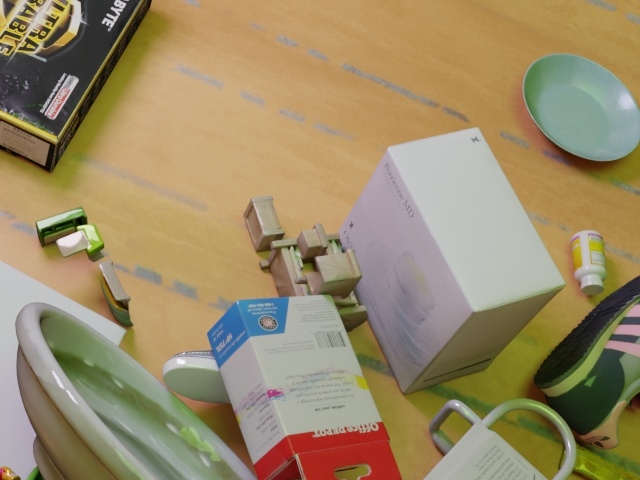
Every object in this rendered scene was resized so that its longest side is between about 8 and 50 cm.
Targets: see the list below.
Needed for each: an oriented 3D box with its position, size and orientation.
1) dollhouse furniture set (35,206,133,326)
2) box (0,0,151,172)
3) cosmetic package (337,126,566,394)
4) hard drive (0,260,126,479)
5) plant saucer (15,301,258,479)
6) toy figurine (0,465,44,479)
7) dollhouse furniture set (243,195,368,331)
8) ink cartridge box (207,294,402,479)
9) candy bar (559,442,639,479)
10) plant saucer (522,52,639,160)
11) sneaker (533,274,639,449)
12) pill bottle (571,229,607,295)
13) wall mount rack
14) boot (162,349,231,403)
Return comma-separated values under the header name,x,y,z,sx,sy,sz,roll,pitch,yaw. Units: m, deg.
name,x,y,z,sx,sy,sz,roll,pitch,yaw
dollhouse furniture set,-0.270,0.035,1.418,0.058,0.076,0.152,-23,67,-17
box,-0.382,-0.270,1.560,0.257,0.079,0.322,25,54,-3
cosmetic package,0.143,0.027,1.483,0.138,0.225,0.224,-13,64,-28
hard drive,-0.408,0.106,1.302,0.353,0.047,0.233,30,53,-10
plant saucer,-0.166,0.229,1.193,0.100,0.400,0.400,-45,80,-1
toy figurine,-0.350,0.242,1.167,0.159,0.130,0.173,18,14,-1
dollhouse furniture set,0.000,0.000,1.484,0.101,0.161,0.182,-7,63,-25
ink cartridge box,-0.017,0.177,1.332,0.134,0.078,0.231,-1,59,-38
candy bar,0.369,0.298,1.528,0.161,0.018,0.040,29,57,-3
plant saucer,0.378,-0.188,1.826,0.194,0.037,0.195,10,57,-16
sneaker,0.403,0.143,1.601,0.319,0.112,0.131,-37,94,-32
pill bottle,0.363,0.031,1.678,0.043,0.043,0.083,11,57,-14
wall mount rack,0.183,0.350,1.364,0.304,0.130,0.350,43,54,13
boot,-0.096,0.136,1.416,0.190,0.069,0.086,16,47,-32
